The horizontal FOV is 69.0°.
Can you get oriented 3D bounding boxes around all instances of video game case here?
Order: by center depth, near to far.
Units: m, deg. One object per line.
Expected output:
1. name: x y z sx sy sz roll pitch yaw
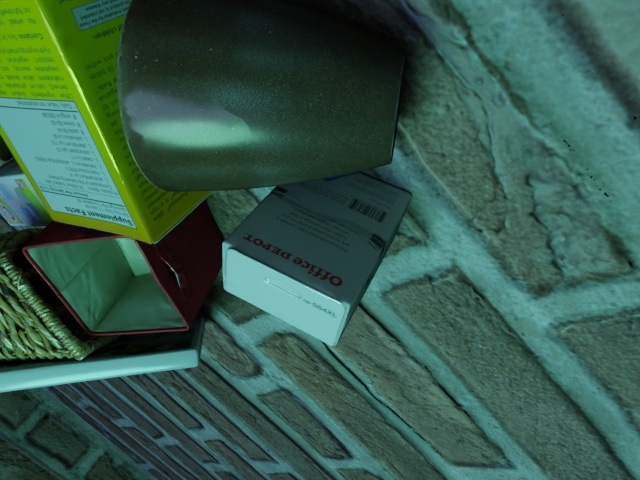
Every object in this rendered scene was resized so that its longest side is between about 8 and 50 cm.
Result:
1. video game case: -0.387 0.199 0.863 0.300 0.330 0.036 -174 80 -78

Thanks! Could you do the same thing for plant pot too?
1. plant pot: -0.037 -0.142 0.468 0.231 0.215 0.215 8 134 9

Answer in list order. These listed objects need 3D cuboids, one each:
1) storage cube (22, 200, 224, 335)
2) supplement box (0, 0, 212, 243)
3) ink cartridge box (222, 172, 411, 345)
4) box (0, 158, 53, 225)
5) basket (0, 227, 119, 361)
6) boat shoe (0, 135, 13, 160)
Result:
1. storage cube: -0.287 0.014 0.735 0.215 0.193 0.183 -6 126 18
2. supplement box: -0.266 -0.202 0.551 0.194 0.195 0.356 11 133 25
3. ink cartridge box: 0.000 0.000 0.553 0.148 0.203 0.085 26 138 12
4. box: -0.540 -0.100 0.896 0.203 0.103 0.114 2 128 33
5. basket: -0.472 0.080 0.843 0.223 0.299 0.213 -5 93 2
6. boat shoe: -0.606 -0.228 0.844 0.073 0.073 0.207 36 139 -4
